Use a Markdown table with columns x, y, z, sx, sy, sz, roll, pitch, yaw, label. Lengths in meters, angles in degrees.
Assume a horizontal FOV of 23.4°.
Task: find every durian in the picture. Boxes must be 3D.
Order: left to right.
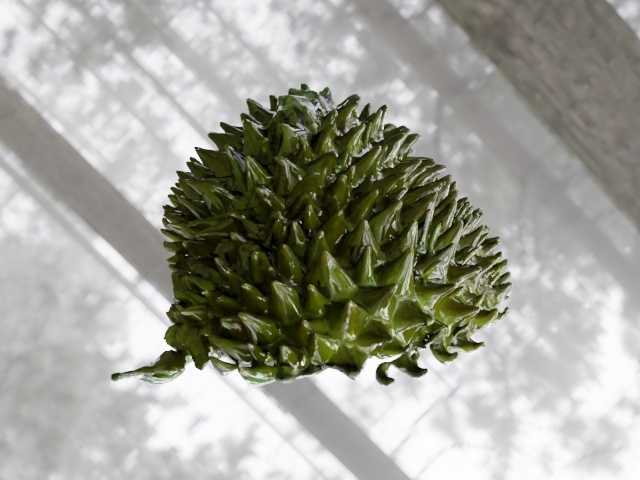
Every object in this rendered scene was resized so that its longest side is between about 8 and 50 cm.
| x | y | z | sx | sy | sz | roll | pitch | yaw | label |
| --- | --- | --- | --- | --- | --- | --- | --- | --- | --- |
| 0.002 | -0.009 | 0.599 | 0.137 | 0.095 | 0.220 | -7 | -160 | 10 | durian |
